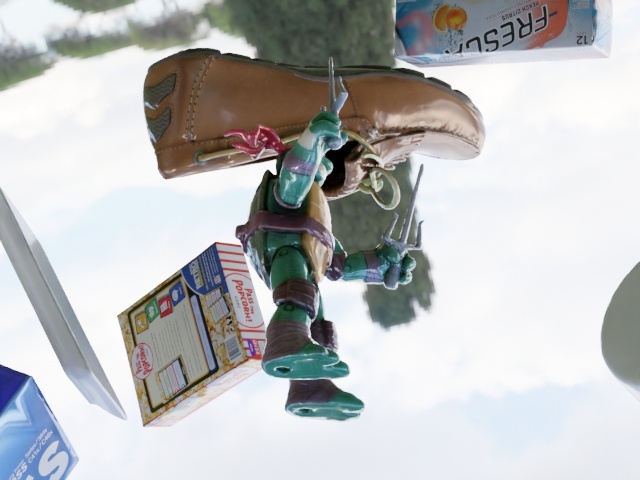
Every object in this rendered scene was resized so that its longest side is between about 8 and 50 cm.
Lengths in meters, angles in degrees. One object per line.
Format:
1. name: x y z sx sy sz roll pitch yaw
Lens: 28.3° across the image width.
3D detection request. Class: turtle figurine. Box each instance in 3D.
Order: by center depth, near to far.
1. turtle figurine: 0.000 0.000 0.901 0.118 0.175 0.234 -12 -122 26

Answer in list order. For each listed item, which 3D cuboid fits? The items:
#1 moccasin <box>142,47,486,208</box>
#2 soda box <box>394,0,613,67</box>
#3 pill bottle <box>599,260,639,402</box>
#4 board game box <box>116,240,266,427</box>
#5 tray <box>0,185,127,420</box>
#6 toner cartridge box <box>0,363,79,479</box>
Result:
1. moccasin: 0.009 -0.097 1.230 0.380 0.147 0.139 1 172 -42
2. soda box: 0.159 -0.187 1.108 0.183 0.058 0.063 0 177 28
3. pill bottle: 0.335 0.132 0.856 0.176 0.318 0.176 -37 -153 23
4. board game box: -0.148 0.110 1.452 0.045 0.147 0.193 8 147 -46
5. tray: -0.292 0.070 1.374 0.030 0.145 0.270 -29 -118 -6
6. toner cartridge box: -0.385 0.302 1.257 0.075 0.165 0.348 15 -126 25
